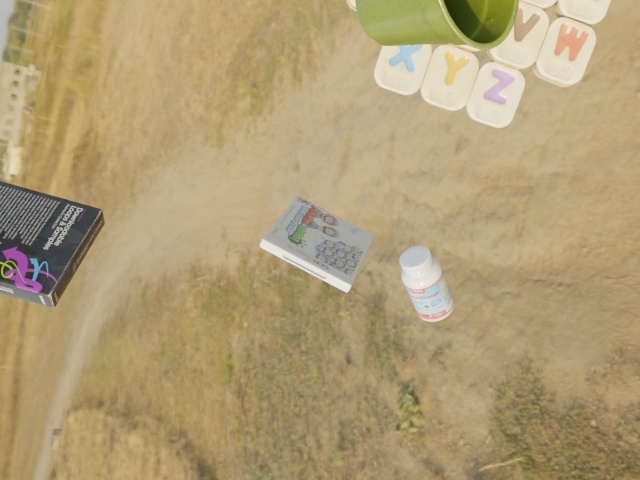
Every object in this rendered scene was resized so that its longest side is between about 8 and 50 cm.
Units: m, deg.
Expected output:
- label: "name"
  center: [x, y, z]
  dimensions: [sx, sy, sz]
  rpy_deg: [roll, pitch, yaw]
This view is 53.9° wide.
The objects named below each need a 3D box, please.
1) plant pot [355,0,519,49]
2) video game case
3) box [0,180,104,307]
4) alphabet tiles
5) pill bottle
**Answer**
- label: "plant pot"
  center: [0.065, -0.153, 0.389]
  dimensions: [0.079, 0.083, 0.083]
  rpy_deg: [3, 84, 49]
- label: "video game case"
  center: [0.000, 0.000, 0.949]
  dimensions: [0.019, 0.143, 0.157]
  rpy_deg: [-64, -3, 33]
- label: "box"
  center: [-0.322, -0.003, 0.644]
  dimensions: [0.029, 0.162, 0.116]
  rpy_deg: [100, -174, -53]
- label: "alphabet tiles"
  center: [0.180, -0.282, 0.702]
  dimensions: [0.021, 0.284, 0.278]
  rpy_deg: [-100, 29, -85]
- label: "pill bottle"
  center: [0.222, 0.090, 1.325]
  dimensions: [0.087, 0.160, 0.087]
  rpy_deg: [-18, 37, 14]
